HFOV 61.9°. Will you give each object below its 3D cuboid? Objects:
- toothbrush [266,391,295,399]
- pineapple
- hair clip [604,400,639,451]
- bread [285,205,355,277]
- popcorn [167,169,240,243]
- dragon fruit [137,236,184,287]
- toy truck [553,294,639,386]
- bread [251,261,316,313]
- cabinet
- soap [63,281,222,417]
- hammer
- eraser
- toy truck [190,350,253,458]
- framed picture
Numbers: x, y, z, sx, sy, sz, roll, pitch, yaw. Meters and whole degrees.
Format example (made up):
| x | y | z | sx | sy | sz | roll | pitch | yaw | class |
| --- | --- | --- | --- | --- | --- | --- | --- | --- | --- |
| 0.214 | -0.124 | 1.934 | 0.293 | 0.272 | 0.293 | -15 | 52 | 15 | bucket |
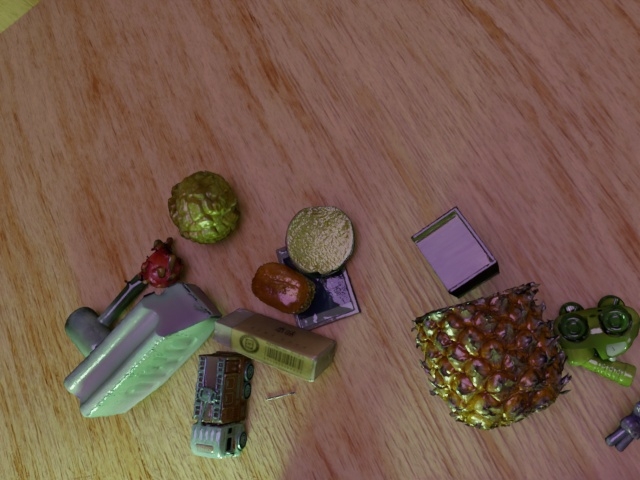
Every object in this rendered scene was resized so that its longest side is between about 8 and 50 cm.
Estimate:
| x | y | z | sx | sy | sz | roll | pitch | yaw | class |
| --- | --- | --- | --- | --- | --- | --- | --- | --- | --- |
| -0.121 | 0.468 | 1.606 | 0.097 | 0.008 | 0.006 | -18 | 60 | 17 | toothbrush |
| 0.409 | 0.274 | 1.276 | 0.353 | 0.352 | 0.300 | -26 | 77 | 13 | pineapple |
| 0.777 | 0.381 | 1.246 | 0.278 | 0.137 | 0.090 | -59 | 32 | 0 | hair clip |
| 0.000 | 0.000 | 1.624 | 0.229 | 0.033 | 0.228 | -4 | 79 | 21 | bread |
| -0.388 | -0.111 | 1.727 | 0.252 | 0.206 | 0.236 | 16 | 99 | 34 | popcorn |
| -0.522 | 0.077 | 1.769 | 0.133 | 0.150 | 0.207 | 16 | 52 | -18 | dragon fruit |
| 0.668 | 0.243 | 1.305 | 0.187 | 0.148 | 0.210 | 3 | 101 | 23 | toy truck |
| -0.114 | 0.142 | 1.601 | 0.191 | 0.114 | 0.132 | 22 | 85 | 18 | bread |
| 0.358 | 0.042 | 1.412 | 0.148 | 0.215 | 0.174 | -36 | 70 | 11 | cabinet |
| -0.527 | 0.330 | 1.645 | 0.446 | 0.261 | 0.156 | -46 | 68 | 5 | soap |
| -0.707 | 0.240 | 1.819 | 0.206 | 0.119 | 0.335 | 39 | 87 | 21 | hammer |
| -0.137 | 0.297 | 1.570 | 0.344 | 0.144 | 0.078 | 16 | 109 | 22 | eraser |
| -0.299 | 0.486 | 1.583 | 0.137 | 0.162 | 0.305 | 0 | 79 | 20 | toy truck |
| -0.012 | 0.122 | 1.633 | 0.209 | 0.019 | 0.281 | -23 | 72 | 14 | framed picture |
